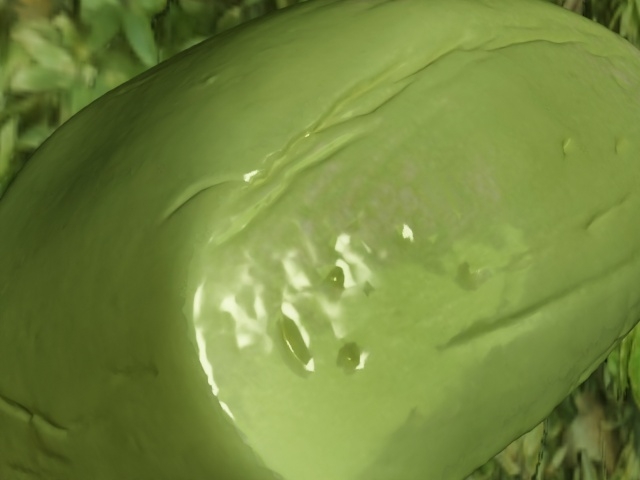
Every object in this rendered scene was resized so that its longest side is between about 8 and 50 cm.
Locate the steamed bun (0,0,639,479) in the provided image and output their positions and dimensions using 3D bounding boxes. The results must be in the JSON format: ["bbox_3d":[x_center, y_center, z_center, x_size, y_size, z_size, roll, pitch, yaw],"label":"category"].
[{"bbox_3d":[0.000,0.000,0.654,0.250,0.200,0.155,-40,103,-38],"label":"steamed bun"}]
